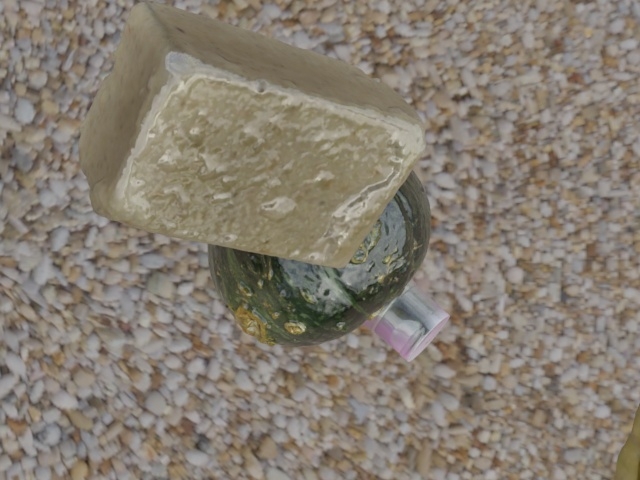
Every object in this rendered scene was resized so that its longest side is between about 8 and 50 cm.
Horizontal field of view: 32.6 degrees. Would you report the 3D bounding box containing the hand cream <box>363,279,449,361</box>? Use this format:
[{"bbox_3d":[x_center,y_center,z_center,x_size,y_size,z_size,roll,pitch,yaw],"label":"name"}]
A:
[{"bbox_3d":[0.006,0.000,1.199,0.312,0.070,0.111,41,86,13],"label":"hand cream"}]

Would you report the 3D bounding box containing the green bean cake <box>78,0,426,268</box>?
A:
[{"bbox_3d":[-0.040,-0.057,0.635,0.179,0.085,0.109,10,120,-33],"label":"green bean cake"}]

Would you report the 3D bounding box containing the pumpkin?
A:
[{"bbox_3d":[0.000,-0.001,0.846,0.190,0.190,0.146,-34,83,-15],"label":"pumpkin"}]

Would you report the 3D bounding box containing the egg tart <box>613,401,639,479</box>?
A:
[{"bbox_3d":[0.155,0.115,0.271,0.106,0.241,0.241,-5,90,-34],"label":"egg tart"}]
